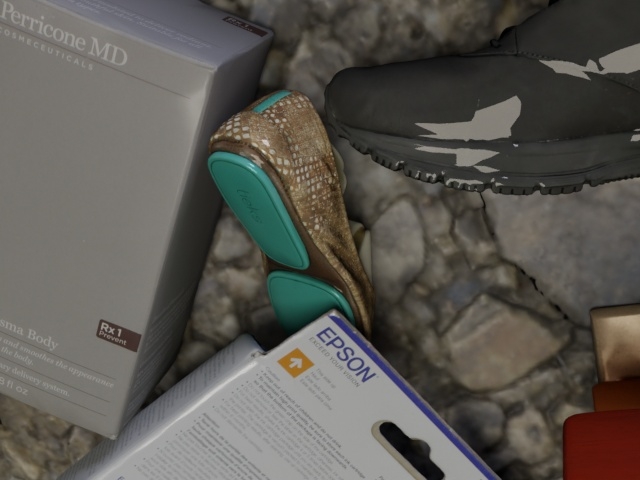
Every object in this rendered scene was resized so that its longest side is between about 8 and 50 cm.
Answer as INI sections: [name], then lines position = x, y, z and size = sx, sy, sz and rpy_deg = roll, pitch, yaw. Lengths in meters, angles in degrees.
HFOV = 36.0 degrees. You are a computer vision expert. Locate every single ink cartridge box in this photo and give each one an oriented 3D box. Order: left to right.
[ink cartridge box]
position = -0.011, 0.163, 0.609
size = 0.224, 0.045, 0.223
rpy_deg = -36, 113, 14

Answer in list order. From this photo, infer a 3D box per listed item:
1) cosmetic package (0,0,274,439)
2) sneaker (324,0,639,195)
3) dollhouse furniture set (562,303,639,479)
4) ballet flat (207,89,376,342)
[cosmetic package]
position = -0.125, -0.024, 0.556
size = 0.127, 0.107, 0.238
rpy_deg = 21, 118, 6
[sneaker]
position = 0.144, -0.087, 0.481
size = 0.286, 0.109, 0.130
rpy_deg = 0, 102, 5
[dollhouse furniture set]
position = 0.239, 0.091, 0.435
size = 0.259, 0.262, 0.135
rpy_deg = -7, 108, 15
[ballet flat]
position = 0.000, 0.000, 0.546
size = 0.073, 0.067, 0.206
rpy_deg = 20, 149, 28
